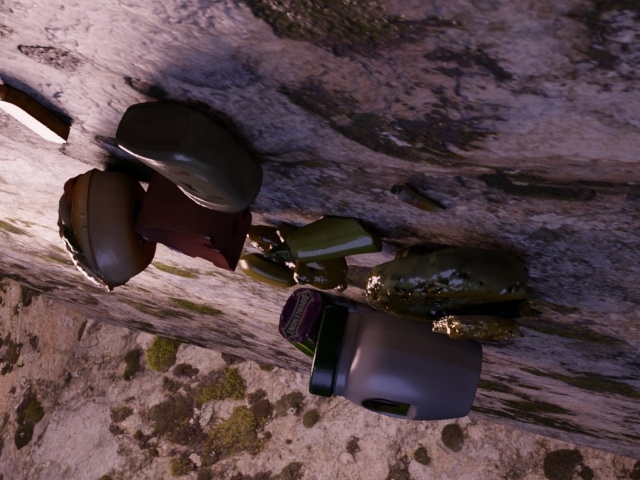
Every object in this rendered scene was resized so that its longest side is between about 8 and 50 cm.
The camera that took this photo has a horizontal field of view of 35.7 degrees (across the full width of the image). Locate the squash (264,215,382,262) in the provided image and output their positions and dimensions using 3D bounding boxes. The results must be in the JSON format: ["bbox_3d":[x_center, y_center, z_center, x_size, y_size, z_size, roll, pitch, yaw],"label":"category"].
[{"bbox_3d":[0.001,-0.003,1.707,0.200,0.075,0.090,-9,177,14],"label":"squash"}]

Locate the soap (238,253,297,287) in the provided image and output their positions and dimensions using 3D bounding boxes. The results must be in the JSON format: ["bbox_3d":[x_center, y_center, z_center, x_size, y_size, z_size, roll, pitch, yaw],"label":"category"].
[{"bbox_3d":[-0.113,0.069,2.160,0.140,0.045,0.089,22,169,-14],"label":"soap"}]

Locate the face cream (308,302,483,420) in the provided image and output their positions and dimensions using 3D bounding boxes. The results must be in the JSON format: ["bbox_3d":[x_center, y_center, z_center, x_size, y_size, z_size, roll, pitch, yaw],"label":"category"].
[{"bbox_3d":[0.167,0.273,2.210,0.357,0.219,0.312,12,157,5],"label":"face cream"}]

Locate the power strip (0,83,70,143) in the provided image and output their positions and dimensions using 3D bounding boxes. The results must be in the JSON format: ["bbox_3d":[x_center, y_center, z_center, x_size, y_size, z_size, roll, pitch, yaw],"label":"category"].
[{"bbox_3d":[-0.468,-0.206,1.598,0.049,0.028,0.178,10,164,29],"label":"power strip"}]

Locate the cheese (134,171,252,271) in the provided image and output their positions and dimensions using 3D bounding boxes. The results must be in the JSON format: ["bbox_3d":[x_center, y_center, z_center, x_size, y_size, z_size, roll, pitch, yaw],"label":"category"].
[{"bbox_3d":[-0.198,-0.037,1.704,0.203,0.128,0.177,24,165,-17],"label":"cheese"}]

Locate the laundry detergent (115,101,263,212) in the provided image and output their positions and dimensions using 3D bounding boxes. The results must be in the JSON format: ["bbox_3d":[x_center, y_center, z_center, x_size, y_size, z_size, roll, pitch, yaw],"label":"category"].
[{"bbox_3d":[-0.177,-0.111,1.476,0.181,0.091,0.253,11,164,30],"label":"laundry detergent"}]

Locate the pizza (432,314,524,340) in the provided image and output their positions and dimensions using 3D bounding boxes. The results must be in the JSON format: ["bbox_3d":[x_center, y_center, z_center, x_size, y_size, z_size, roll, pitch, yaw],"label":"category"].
[{"bbox_3d":[0.265,0.151,1.696,0.160,0.035,0.099,0,165,17],"label":"pizza"}]

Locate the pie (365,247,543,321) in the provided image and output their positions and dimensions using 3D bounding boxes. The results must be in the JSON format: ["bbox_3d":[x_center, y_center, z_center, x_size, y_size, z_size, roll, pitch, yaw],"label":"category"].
[{"bbox_3d":[0.222,0.086,1.678,0.297,0.078,0.371,1,164,14],"label":"pie"}]

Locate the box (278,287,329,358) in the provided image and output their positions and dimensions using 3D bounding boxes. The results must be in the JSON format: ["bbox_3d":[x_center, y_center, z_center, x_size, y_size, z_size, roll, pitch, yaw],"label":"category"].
[{"bbox_3d":[0.001,0.228,2.440,0.097,0.134,0.345,15,167,23],"label":"box"}]

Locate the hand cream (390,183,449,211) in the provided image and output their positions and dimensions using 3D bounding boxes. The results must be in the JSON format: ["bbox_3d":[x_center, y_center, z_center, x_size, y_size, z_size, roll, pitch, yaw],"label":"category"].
[{"bbox_3d":[0.142,-0.057,1.441,0.102,0.022,0.035,24,160,-38],"label":"hand cream"}]

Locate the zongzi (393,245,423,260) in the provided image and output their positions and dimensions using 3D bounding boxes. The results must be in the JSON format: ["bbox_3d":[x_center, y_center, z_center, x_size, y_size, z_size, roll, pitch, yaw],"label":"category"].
[{"bbox_3d":[0.175,0.040,1.711,0.083,0.040,0.076,26,166,-10],"label":"zongzi"}]

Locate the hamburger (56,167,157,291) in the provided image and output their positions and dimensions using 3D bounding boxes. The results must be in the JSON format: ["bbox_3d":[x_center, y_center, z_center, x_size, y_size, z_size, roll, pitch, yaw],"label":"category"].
[{"bbox_3d":[-0.386,-0.027,1.816,0.148,0.236,0.237,-9,160,9],"label":"hamburger"}]

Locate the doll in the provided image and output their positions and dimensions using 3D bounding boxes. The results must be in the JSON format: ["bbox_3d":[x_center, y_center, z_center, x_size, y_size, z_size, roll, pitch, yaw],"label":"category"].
[{"bbox_3d":[-0.049,0.033,1.851,0.210,0.097,0.137,18,149,22],"label":"doll"}]
